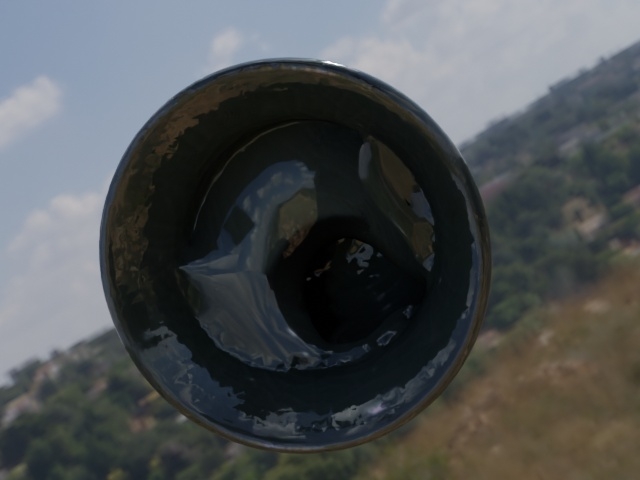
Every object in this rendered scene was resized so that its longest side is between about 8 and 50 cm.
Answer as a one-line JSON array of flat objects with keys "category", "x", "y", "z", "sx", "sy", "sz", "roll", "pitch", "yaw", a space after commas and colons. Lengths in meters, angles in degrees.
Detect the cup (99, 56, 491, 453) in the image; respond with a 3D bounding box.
[{"category": "cup", "x": 0.000, "y": 0.000, "z": 0.834, "sx": 0.199, "sy": 0.199, "sz": 0.150, "roll": -30, "pitch": 1, "yaw": 15}]
